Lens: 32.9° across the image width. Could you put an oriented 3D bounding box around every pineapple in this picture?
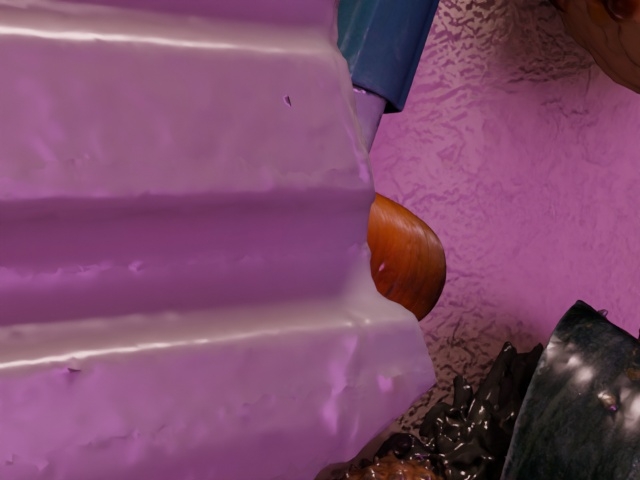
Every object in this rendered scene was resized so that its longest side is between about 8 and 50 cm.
[{"bbox_3d":[0.079,0.153,0.686,0.251,0.125,0.125,-37,114,-38],"label":"pineapple"}]

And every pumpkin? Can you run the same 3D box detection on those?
[{"bbox_3d":[0.232,0.197,0.695,0.293,0.197,0.263,28,81,-62],"label":"pumpkin"}]

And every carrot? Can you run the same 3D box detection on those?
[{"bbox_3d":[0.000,0.000,0.617,0.193,0.087,0.087,25,76,-50],"label":"carrot"}]

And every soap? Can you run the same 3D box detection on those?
[{"bbox_3d":[-0.200,-0.061,0.372,0.435,0.213,0.350,-7,92,-38],"label":"soap"}]

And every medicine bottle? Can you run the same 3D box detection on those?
[{"bbox_3d":[0.023,-0.170,0.644,0.124,0.079,0.258,27,76,-42],"label":"medicine bottle"}]

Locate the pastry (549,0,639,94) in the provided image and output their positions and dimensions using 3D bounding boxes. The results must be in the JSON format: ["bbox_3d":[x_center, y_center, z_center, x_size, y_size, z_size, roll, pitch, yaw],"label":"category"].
[{"bbox_3d":[0.285,-0.267,0.682,0.312,0.388,0.388,39,66,-6],"label":"pastry"}]
